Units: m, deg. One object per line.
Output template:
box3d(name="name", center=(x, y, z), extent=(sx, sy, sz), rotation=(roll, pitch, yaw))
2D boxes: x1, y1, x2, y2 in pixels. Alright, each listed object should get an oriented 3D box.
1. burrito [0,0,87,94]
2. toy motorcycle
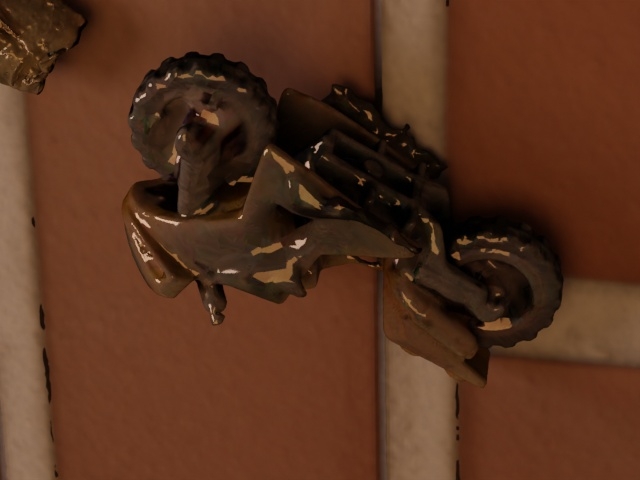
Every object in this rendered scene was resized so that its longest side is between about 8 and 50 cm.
box3d(name="burrito", center=(-0.201, -0.121, 0.973), extent=(0.171, 0.042, 0.051), rotation=(21, 86, 2))
box3d(name="toy motorcycle", center=(0.000, 0.000, 0.946), extent=(0.229, 0.094, 0.130), rotation=(29, 122, -11))
